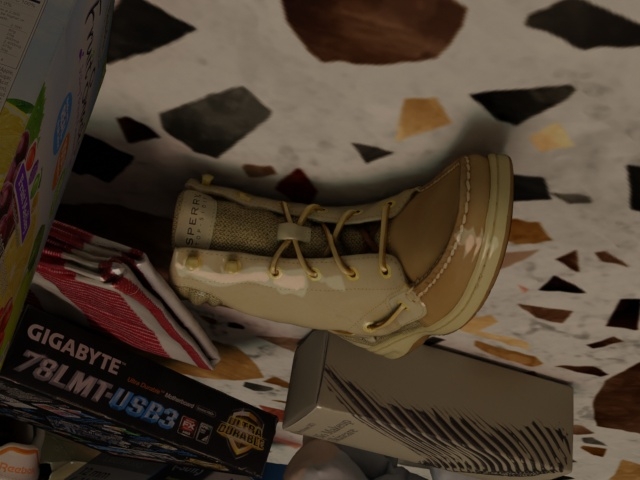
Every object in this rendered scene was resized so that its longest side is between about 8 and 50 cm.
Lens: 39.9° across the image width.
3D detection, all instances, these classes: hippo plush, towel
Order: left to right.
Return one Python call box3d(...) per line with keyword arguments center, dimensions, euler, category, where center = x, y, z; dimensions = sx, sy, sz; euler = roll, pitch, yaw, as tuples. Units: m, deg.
box3d(center=(-0.253, 0.017, 0.685), dimensions=(0.329, 0.037, 0.237), euler=(17, 161, 14), category="towel")
box3d(center=(0.109, 0.312, 0.994), dimensions=(0.236, 0.294, 0.234), euler=(-16, 166, 27), category="hippo plush")

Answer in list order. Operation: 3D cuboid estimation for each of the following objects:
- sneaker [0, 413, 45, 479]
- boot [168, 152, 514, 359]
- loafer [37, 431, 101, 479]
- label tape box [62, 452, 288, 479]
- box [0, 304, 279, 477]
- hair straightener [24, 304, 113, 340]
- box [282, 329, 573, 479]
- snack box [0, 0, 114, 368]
box3d(center=(-0.461, 0.262, 1.208), dimensions=(0.126, 0.127, 0.321), euler=(21, -175, -42), category="sneaker")
box3d(center=(0.000, 0.000, 0.608), dimensions=(0.203, 0.095, 0.262), euler=(16, 156, -9), category="boot")
box3d(center=(-0.427, 0.353, 1.418), dimensions=(0.102, 0.092, 0.268), euler=(-14, 144, 38), category="loafer")
box3d(center=(-0.230, 0.357, 1.202), dimensions=(0.249, 0.348, 0.115), euler=(-3, 112, 42), category="label tape box")
box3d(center=(-0.244, 0.153, 0.882), dimensions=(0.293, 0.073, 0.295), euler=(32, 155, -36), category="box")
box3d(center=(-0.315, 0.057, 0.881), dimensions=(0.230, 0.047, 0.089), euler=(7, 153, 16), category="hair straightener")
box3d(center=(0.110, 0.169, 0.887), dimensions=(0.275, 0.094, 0.113), euler=(16, 152, -13), category="box")
box3d(center=(-0.152, -0.059, 0.414), dimensions=(0.070, 0.207, 0.174), euler=(15, 153, -11), category="snack box")
